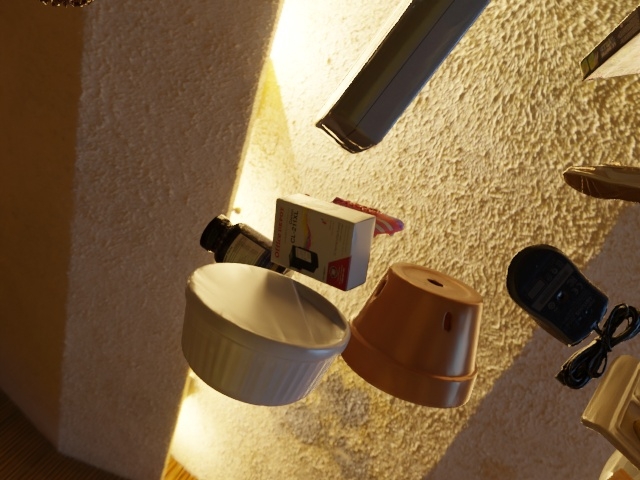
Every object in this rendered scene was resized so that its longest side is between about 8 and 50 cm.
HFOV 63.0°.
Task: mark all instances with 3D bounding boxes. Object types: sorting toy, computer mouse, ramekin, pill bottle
[{"bbox_3d":[0.402,0.220,0.569,0.196,0.347,0.047,42,-52,23],"label":"sorting toy"},{"bbox_3d":[0.420,0.114,0.923,0.272,0.072,0.188,44,-89,-11],"label":"computer mouse"},{"bbox_3d":[-0.097,0.152,0.847,0.272,0.273,0.127,24,-75,11],"label":"ramekin"},{"bbox_3d":[-0.173,0.034,1.245,0.219,0.123,0.123,33,-57,11],"label":"pill bottle"}]

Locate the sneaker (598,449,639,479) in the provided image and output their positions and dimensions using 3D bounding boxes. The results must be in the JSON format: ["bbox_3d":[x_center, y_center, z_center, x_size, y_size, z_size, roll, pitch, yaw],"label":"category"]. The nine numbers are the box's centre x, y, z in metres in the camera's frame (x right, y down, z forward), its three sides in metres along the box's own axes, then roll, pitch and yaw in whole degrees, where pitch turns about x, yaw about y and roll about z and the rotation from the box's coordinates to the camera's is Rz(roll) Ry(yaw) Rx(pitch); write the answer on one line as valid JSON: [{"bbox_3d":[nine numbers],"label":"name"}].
[{"bbox_3d":[0.710,0.377,1.120,0.169,0.447,0.258,-5,-72,58],"label":"sneaker"}]

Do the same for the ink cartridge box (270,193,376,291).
[{"bbox_3d":[0.000,0.000,0.935,0.175,0.072,0.128,19,-68,32],"label":"ink cartridge box"}]

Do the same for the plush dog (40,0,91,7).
[{"bbox_3d":[-0.259,-0.365,0.536,0.210,0.262,0.225,43,-100,3],"label":"plush dog"}]

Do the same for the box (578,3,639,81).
[{"bbox_3d":[0.495,-0.305,0.790,0.114,0.207,0.036,-8,-95,2],"label":"box"}]

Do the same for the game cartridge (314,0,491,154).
[{"bbox_3d":[0.070,-0.186,0.549,0.062,0.297,0.198,40,-78,-11],"label":"game cartridge"}]

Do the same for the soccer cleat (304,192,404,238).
[{"bbox_3d":[0.074,-0.058,1.220,0.247,0.083,0.095,3,-84,4],"label":"soccer cleat"}]

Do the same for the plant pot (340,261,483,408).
[{"bbox_3d":[0.206,0.175,1.078,0.290,0.291,0.204,22,-76,12],"label":"plant pot"}]

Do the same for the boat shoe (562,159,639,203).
[{"bbox_3d":[0.514,-0.108,0.908,0.170,0.059,0.063,22,-18,42],"label":"boat shoe"}]
